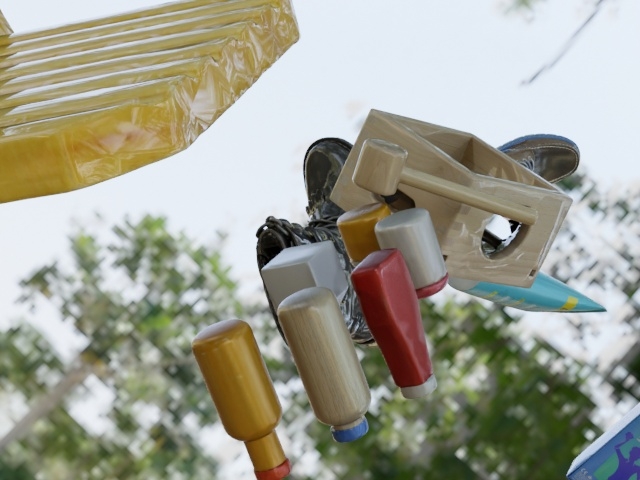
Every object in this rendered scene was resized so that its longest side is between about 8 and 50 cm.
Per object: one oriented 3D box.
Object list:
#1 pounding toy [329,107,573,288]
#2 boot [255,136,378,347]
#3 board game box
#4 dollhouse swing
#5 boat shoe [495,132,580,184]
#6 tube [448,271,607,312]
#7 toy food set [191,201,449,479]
[{"bbox_3d":[0.089,-0.020,1.271,0.206,0.094,0.181,9,21,-45],"label":"pounding toy"},{"bbox_3d":[0.000,0.000,1.744,0.229,0.091,0.263,13,59,-63],"label":"boot"},{"bbox_3d":[0.395,0.239,1.801,0.160,0.047,0.210,44,-60,0],"label":"board game box"},{"bbox_3d":[-0.231,-0.153,0.829,0.315,0.305,0.347,62,21,-11],"label":"dollhouse swing"},{"bbox_3d":[0.211,-0.072,1.885,0.066,0.183,0.066,-121,-161,-68],"label":"boat shoe"},{"bbox_3d":[0.201,0.047,1.672,0.080,0.052,0.207,4,-12,41],"label":"tube"},{"bbox_3d":[0.021,0.061,1.118,0.111,0.232,0.105,-11,-73,30],"label":"toy food set"}]
